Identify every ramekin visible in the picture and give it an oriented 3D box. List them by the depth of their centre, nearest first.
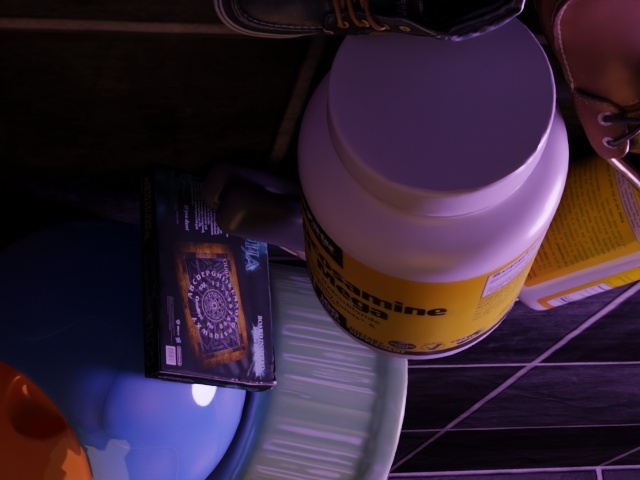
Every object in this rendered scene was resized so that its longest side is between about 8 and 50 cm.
[{"bbox_3d":[-0.046,0.166,1.371,0.148,0.303,0.303,14,156,-23],"label":"ramekin"}]

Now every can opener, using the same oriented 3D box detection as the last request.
[{"bbox_3d":[0.023,-0.028,1.183,0.280,0.074,0.093,9,123,-36],"label":"can opener"}]

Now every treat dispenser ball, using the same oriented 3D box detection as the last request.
[{"bbox_3d":[-0.212,0.124,1.214,0.288,0.288,0.288,-3,161,-1],"label":"treat dispenser ball"}]

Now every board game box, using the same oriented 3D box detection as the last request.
[{"bbox_3d":[-0.098,0.035,1.131,0.126,0.186,0.026,14,154,-40],"label":"board game box"}]

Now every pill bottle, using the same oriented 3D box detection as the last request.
[{"bbox_3d":[0.077,-0.039,0.952,0.188,0.188,0.334,-4,160,0],"label":"pill bottle"},{"bbox_3d":[0.230,-0.010,1.143,0.215,0.117,0.117,-21,155,27],"label":"pill bottle"}]

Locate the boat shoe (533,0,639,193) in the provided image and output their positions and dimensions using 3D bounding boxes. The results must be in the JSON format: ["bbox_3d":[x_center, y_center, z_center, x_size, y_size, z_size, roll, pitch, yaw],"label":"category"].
[{"bbox_3d":[0.227,-0.111,0.895,0.110,0.104,0.307,-13,159,25],"label":"boat shoe"}]

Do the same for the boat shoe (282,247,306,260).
[{"bbox_3d":[-0.001,0.002,1.265,0.048,0.056,0.153,-6,162,38],"label":"boat shoe"}]

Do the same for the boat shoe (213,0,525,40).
[{"bbox_3d":[0.027,-0.149,0.760,0.183,0.083,0.065,-9,116,-1],"label":"boat shoe"}]
